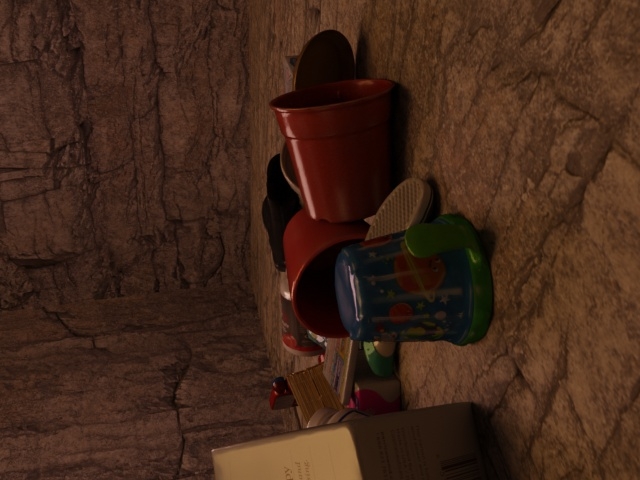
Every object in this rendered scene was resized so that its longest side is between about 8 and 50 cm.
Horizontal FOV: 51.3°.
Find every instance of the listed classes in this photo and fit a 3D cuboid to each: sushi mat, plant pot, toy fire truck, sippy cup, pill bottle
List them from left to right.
[{"bbox_3d":[-0.045,0.209,2.209,0.176,0.176,0.319,-121,27,-61],"label":"pill bottle"},{"bbox_3d":[-0.029,0.464,2.091,0.302,0.254,0.169,107,154,-61],"label":"toy fire truck"},{"bbox_3d":[0.003,-0.391,1.618,0.032,0.236,0.236,19,122,34],"label":"plant pot"},{"bbox_3d":[0.024,0.517,1.961,0.019,0.151,0.317,-42,-71,-77],"label":"sushi mat"},{"bbox_3d":[0.032,0.048,1.552,0.243,0.275,0.275,-120,26,-55],"label":"plant pot"},{"bbox_3d":[0.044,-0.195,1.469,0.272,0.272,0.265,-127,25,-66],"label":"plant pot"},{"bbox_3d":[0.098,0.470,1.515,0.272,0.152,0.152,7,105,45],"label":"pill bottle"},{"bbox_3d":[0.149,0.082,1.175,0.240,0.224,0.305,-120,26,-62],"label":"sippy cup"}]

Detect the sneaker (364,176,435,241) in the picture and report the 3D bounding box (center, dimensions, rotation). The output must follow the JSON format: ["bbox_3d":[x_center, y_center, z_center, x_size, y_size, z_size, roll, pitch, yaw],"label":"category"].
[{"bbox_3d":[0.162,0.021,1.359,0.321,0.127,0.126,-61,30,25],"label":"sneaker"}]

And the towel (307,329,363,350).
[{"bbox_3d":[0.042,0.184,1.939,0.271,0.040,0.370,34,132,47],"label":"towel"}]

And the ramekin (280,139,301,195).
[{"bbox_3d":[-0.003,-0.202,1.773,0.109,0.207,0.207,98,163,-76],"label":"ramekin"}]

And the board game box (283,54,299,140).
[{"bbox_3d":[-0.061,-0.405,2.217,0.318,0.066,0.319,-112,19,-49],"label":"board game box"}]

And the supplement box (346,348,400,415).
[{"bbox_3d":[0.119,0.374,1.718,0.220,0.114,0.111,-140,46,-70],"label":"supplement box"}]

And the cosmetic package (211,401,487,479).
[{"bbox_3d":[0.062,0.496,1.207,0.393,0.327,0.329,-26,69,43],"label":"cosmetic package"}]

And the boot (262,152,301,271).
[{"bbox_3d":[-0.148,-0.148,2.397,0.445,0.146,0.367,84,171,-56],"label":"boot"}]

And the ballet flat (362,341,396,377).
[{"bbox_3d":[0.141,0.207,1.615,0.087,0.083,0.247,-33,65,54],"label":"ballet flat"}]

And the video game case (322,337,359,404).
[{"bbox_3d":[0.053,0.281,1.697,0.193,0.023,0.212,-138,55,-71],"label":"video game case"}]
